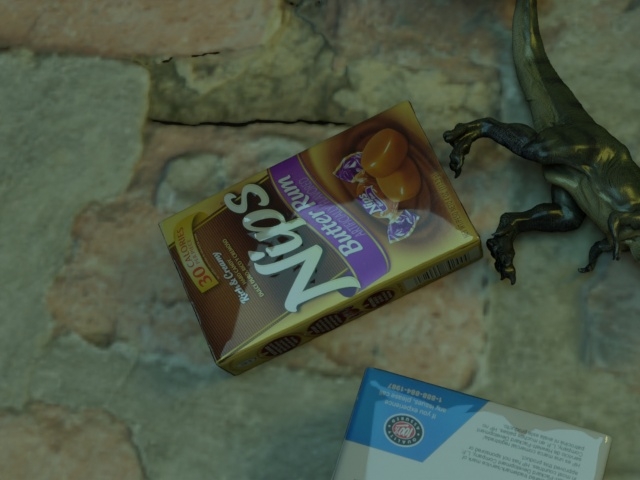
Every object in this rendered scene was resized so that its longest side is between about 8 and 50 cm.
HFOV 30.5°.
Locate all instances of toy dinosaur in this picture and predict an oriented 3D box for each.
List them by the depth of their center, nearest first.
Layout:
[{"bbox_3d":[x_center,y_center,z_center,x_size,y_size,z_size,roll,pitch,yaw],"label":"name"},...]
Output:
[{"bbox_3d":[0.149,-0.046,0.755,0.118,0.064,0.268,-25,68,-4],"label":"toy dinosaur"}]

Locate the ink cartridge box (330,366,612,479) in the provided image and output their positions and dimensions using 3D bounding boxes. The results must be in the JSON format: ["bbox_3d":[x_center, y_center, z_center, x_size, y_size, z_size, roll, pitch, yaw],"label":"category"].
[{"bbox_3d":[0.072,0.194,0.682,0.148,0.086,0.203,15,78,15],"label":"ink cartridge box"}]

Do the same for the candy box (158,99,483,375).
[{"bbox_3d":[0.000,0.000,0.773,0.186,0.053,0.109,-27,71,4],"label":"candy box"}]
